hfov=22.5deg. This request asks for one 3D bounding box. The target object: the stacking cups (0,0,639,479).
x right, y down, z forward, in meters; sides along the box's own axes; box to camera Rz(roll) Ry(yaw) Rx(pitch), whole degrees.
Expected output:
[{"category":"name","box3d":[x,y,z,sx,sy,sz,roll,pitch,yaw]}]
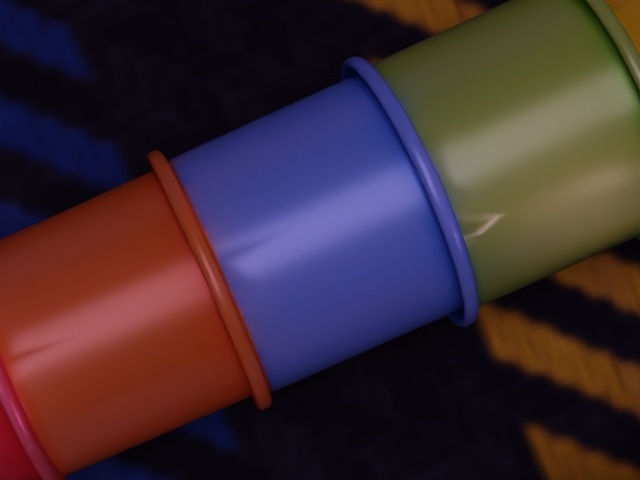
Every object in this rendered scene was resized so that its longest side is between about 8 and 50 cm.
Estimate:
[{"category":"stacking cups","box3d":[0.000,0.000,0.450,0.316,0.096,0.096,-25,83,-8]}]
